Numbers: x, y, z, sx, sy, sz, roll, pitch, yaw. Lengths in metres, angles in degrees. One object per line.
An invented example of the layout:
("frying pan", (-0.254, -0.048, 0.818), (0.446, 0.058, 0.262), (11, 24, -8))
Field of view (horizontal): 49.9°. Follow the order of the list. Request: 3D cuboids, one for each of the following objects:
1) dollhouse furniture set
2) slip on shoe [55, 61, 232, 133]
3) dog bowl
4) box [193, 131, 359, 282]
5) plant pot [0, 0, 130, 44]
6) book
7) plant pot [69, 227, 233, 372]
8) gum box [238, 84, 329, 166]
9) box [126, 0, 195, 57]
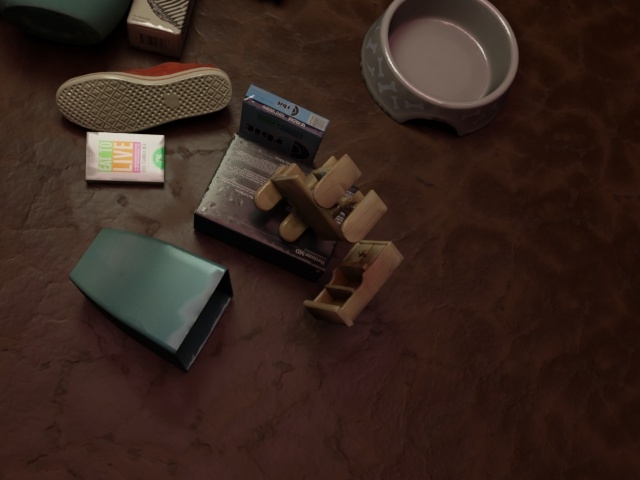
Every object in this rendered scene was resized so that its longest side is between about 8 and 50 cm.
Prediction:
("dollhouse furniture set", (0.000, 0.000, 1.147), (0.161, 0.212, 0.242), (-48, 114, -21))
("slip on shoe", (-0.340, -0.286, 1.341), (0.331, 0.123, 0.101), (-11, 34, -11))
("dog bowl", (0.266, -0.399, 1.487), (0.349, 0.102, 0.348), (3, 72, -10))
("box", (-0.084, -0.060, 1.308), (0.261, 0.103, 0.184), (25, 68, -3))
("plant pot", (-0.484, -0.512, 1.294), (0.293, 0.293, 0.235), (8, 84, -8))
("book", (-0.375, -0.156, 1.326), (0.144, 0.035, 0.096), (0, 76, -12))
("plant pot", (-0.297, 0.089, 1.195), (0.234, 0.165, 0.165), (27, 69, 8))
("gum box", (-0.076, -0.206, 1.313), (0.157, 0.184, 0.041), (24, 70, -2))
("box", (-0.312, -0.525, 1.422), (0.113, 0.094, 0.275), (11, 71, -7))
